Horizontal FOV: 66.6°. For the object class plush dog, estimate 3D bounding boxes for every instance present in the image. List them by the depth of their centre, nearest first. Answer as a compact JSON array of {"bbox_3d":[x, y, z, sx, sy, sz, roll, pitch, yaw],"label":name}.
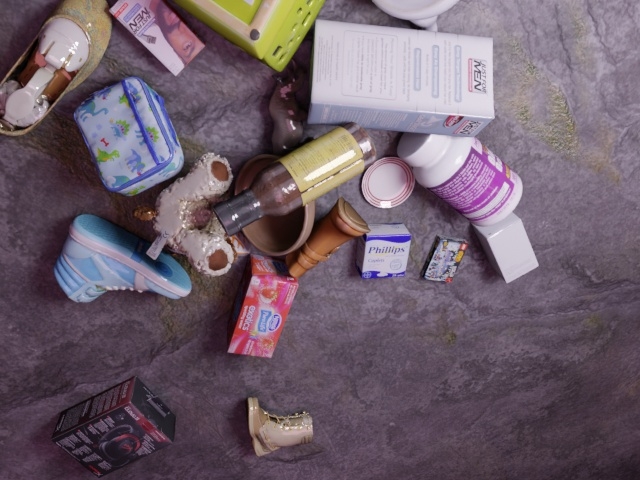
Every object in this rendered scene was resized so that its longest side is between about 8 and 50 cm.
[{"bbox_3d":[-0.271,-0.053,1.106,0.211,0.225,0.262,-1,90,18],"label":"plush dog"}]

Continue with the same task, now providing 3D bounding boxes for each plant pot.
[{"bbox_3d":[-0.125,-0.464,0.886,0.228,0.207,0.227,33,109,-5],"label":"plant pot"},{"bbox_3d":[-0.089,-0.090,1.164,0.110,0.237,0.237,-18,131,-49],"label":"plant pot"}]

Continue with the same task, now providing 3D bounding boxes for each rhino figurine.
[{"bbox_3d":[-0.064,-0.289,1.109,0.106,0.073,0.243,-8,118,-10],"label":"rhino figurine"}]

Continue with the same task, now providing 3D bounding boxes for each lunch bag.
[{"bbox_3d":[-0.395,-0.219,1.020,0.176,0.090,0.218,-24,83,5],"label":"lunch bag"}]

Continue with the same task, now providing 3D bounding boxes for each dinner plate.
[{"bbox_3d":[0.175,-0.151,1.263,0.141,0.017,0.141,-5,120,-9],"label":"dinner plate"}]

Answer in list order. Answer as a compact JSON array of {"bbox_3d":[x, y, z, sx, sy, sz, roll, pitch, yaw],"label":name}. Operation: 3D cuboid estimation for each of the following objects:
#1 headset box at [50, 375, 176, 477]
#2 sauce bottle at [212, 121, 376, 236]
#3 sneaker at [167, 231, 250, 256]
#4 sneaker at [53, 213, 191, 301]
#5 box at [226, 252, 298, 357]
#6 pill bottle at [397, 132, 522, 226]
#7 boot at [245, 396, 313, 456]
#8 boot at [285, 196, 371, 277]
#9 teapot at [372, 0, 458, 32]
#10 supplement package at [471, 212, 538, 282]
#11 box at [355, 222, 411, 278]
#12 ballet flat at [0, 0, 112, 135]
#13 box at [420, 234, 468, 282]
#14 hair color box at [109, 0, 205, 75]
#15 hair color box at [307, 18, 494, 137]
[{"bbox_3d":[-0.593,0.552,1.454,0.293,0.110,0.218,-27,121,5],"label":"headset box"},{"bbox_3d":[-0.053,-0.123,0.989,0.344,0.111,0.111,-30,122,-14],"label":"sauce bottle"},{"bbox_3d":[-0.285,0.009,1.236,0.215,0.084,0.083,11,132,-14],"label":"sneaker"},{"bbox_3d":[-0.500,0.095,1.212,0.319,0.127,0.208,34,106,-15],"label":"sneaker"},{"bbox_3d":[-0.162,0.179,1.321,0.128,0.122,0.256,13,115,-18],"label":"box"},{"bbox_3d":[0.337,-0.174,1.194,0.302,0.169,0.169,31,109,-25],"label":"pill bottle"},{"bbox_3d":[-0.129,0.585,1.570,0.204,0.095,0.261,-10,122,-5],"label":"boot"},{"bbox_3d":[0.000,0.000,1.172,0.220,0.283,0.109,-40,98,4],"label":"boot"},{"bbox_3d":[0.200,-0.567,0.947,0.252,0.187,0.256,43,128,-3],"label":"teapot"},{"bbox_3d":[0.517,0.009,1.368,0.105,0.105,0.179,-31,121,7],"label":"supplement package"},{"bbox_3d":[0.169,0.028,1.331,0.126,0.072,0.137,-2,119,-10],"label":"box"},{"bbox_3d":[-0.538,-0.339,0.965,0.348,0.123,0.123,-43,118,13],"label":"ballet flat"},{"bbox_3d":[0.358,0.054,1.407,0.094,0.027,0.137,8,117,-16],"label":"box"},{"bbox_3d":[-0.326,-0.433,0.989,0.093,0.053,0.167,-41,119,12],"label":"hair color box"},{"bbox_3d":[0.165,-0.337,1.030,0.375,0.113,0.185,4,80,-5],"label":"hair color box"}]
